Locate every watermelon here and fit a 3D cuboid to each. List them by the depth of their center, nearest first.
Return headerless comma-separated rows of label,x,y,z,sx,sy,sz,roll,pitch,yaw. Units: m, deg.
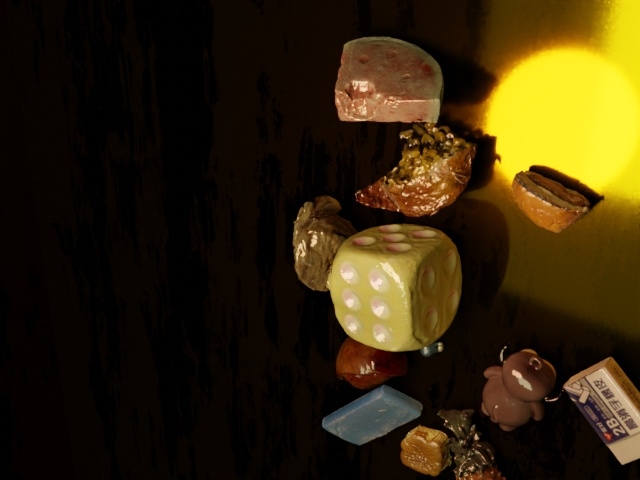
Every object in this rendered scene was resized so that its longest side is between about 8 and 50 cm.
watermelon,0.152,-0.331,1.660,0.318,0.226,0.148,41,159,36

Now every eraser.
eraser,0.655,0.378,1.603,0.210,0.068,0.124,54,132,10
eraser,0.143,0.511,2.092,0.144,0.043,0.312,30,137,-19

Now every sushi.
sushi,0.233,-0.159,1.699,0.179,0.167,0.296,49,145,-16

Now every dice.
dice,0.187,0.109,1.782,0.254,0.249,0.252,10,114,40

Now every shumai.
shumai,0.001,0.001,1.938,0.189,0.256,0.218,-38,49,13

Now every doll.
doll,0.471,0.358,1.725,0.182,0.117,0.257,39,131,23
doll,0.282,0.264,1.908,0.076,0.050,0.083,-20,92,41

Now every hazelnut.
hazelnut,0.139,0.334,1.979,0.201,0.170,0.161,17,120,48

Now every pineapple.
pineapple,0.393,0.588,1.897,0.310,0.141,0.170,70,160,4

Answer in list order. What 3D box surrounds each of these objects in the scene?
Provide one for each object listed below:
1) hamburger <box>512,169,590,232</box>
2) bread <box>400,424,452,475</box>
hamburger,0.481,-0.069,1.552,0.176,0.087,0.102,30,125,26
bread,0.293,0.583,2.022,0.140,0.069,0.128,9,113,39
